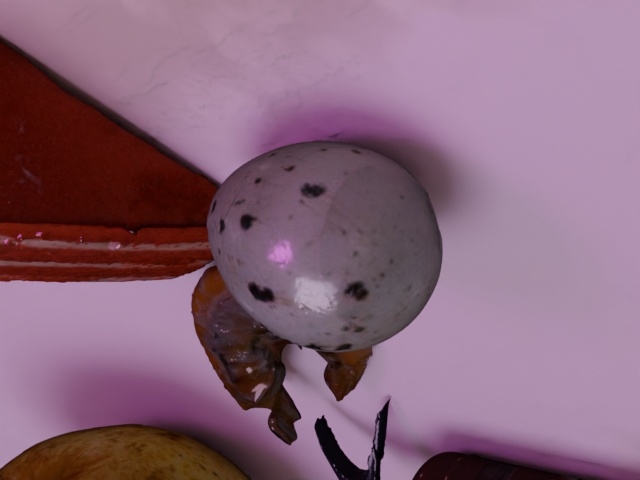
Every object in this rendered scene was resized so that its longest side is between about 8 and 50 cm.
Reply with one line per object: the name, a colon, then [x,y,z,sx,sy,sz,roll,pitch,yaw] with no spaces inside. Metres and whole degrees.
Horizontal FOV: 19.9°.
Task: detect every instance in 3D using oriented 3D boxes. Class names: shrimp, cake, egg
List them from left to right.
cake: [-0.195,-0.055,1.252,0.262,0.159,0.158,1,161,-29]
shrimp: [-0.029,0.084,1.333,0.132,0.051,0.187,14,144,20]
egg: [0.000,0.000,1.118,0.164,0.131,0.131,26,159,51]

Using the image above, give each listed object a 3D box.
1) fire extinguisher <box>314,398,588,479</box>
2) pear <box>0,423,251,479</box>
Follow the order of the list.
fire extinguisher: [0.149,0.202,1.349,0.344,0.102,0.138,11,114,26]
pear: [-0.166,0.296,1.522,0.304,0.304,0.304,19,149,12]
